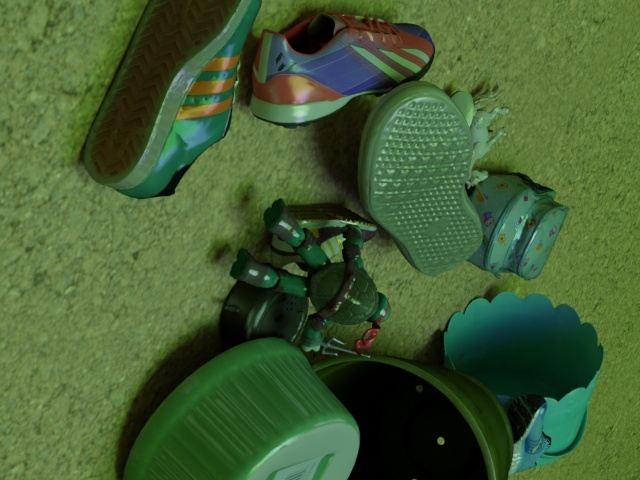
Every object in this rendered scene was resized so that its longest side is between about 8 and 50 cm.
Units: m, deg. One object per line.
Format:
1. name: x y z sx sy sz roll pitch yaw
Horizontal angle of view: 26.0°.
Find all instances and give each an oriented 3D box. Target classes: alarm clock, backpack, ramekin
1. alarm clock: -0.058 0.091 1.858 0.192 0.064 0.129 -37 139 -42
2. backpack: 0.301 -0.022 2.230 0.188 0.144 0.166 6 112 -54
3. ramekin: -0.091 0.288 1.803 0.303 0.148 0.303 -34 147 -25

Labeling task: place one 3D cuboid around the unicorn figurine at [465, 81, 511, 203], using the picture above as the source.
1. unicorn figurine: 0.249 -0.157 2.143 0.111 0.060 0.162 -37 124 -36

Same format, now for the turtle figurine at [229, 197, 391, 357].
1. turtle figurine: 0.011 0.053 1.771 0.234 0.118 0.175 32 78 -24

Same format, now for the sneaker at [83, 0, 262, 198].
1. sneaker: -0.139 -0.182 1.504 0.302 0.108 0.121 -58 150 6

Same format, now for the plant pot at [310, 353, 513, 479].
1. plant pot: 0.133 0.328 2.080 0.353 0.366 0.366 -9 120 -67

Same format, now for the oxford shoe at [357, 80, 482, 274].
1. oxford shoe: 0.125 -0.093 1.899 0.169 0.130 0.449 -28 153 0

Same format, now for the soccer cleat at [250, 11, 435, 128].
1. soccer cleat: 0.038 -0.236 1.722 0.318 0.109 0.116 -26 129 -42

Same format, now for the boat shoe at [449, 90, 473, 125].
1. boat shoe: 0.191 -0.159 2.062 0.043 0.049 0.137 -110 -147 -73

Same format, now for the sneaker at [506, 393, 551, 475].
1. sneaker: 0.335 0.306 2.216 0.073 0.063 0.162 -2 131 -18

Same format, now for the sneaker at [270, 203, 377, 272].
1. sneaker: 0.000 0.000 1.874 0.185 0.069 0.084 2 112 -48

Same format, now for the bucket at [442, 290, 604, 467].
1. bucket: 0.335 0.241 2.361 0.281 0.281 0.183 -36 142 -38
